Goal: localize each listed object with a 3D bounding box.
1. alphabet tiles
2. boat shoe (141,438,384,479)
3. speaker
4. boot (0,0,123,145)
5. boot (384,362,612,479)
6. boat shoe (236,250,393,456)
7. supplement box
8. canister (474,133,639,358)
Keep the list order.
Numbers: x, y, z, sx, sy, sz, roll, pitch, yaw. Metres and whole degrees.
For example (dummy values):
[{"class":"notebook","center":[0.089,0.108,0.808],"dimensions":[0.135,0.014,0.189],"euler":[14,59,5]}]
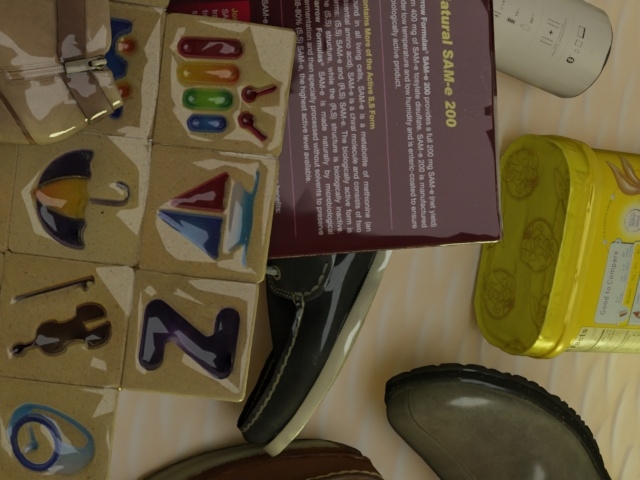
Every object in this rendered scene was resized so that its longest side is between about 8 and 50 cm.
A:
[{"class":"alphabet tiles","center":[-0.191,-0.030,0.626],"dimensions":[0.343,0.011,0.285],"euler":[7,100,-6]},{"class":"boat shoe","center":[-0.098,0.210,0.735],"dimensions":[0.324,0.120,0.122],"euler":[-24,112,-19]},{"class":"speaker","center":[0.090,-0.124,0.781],"dimensions":[0.136,0.055,0.055],"euler":[18,94,-28]},{"class":"boot","center":[-0.131,-0.096,0.596],"dimensions":[0.087,0.042,0.118],"euler":[-13,103,-9]},{"class":"boot","center":[0.121,0.188,0.813],"dimensions":[0.246,0.083,0.161],"euler":[41,45,-29]},{"class":"boat shoe","center":[0.000,0.000,0.765],"dimensions":[0.079,0.084,0.233],"euler":[21,97,-5]},{"class":"supplement box","center":[-0.040,-0.058,0.676],"dimensions":[0.240,0.073,0.130],"euler":[-3,100,-3]},{"class":"canister","center":[0.186,0.008,0.851],"dimensions":[0.170,0.073,0.126],"euler":[5,101,-28]}]
